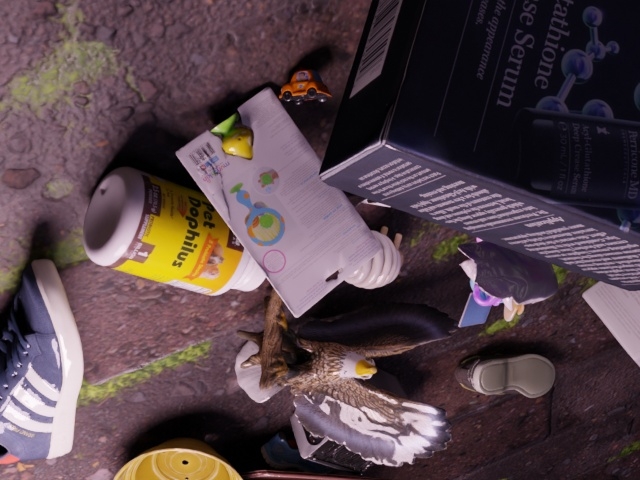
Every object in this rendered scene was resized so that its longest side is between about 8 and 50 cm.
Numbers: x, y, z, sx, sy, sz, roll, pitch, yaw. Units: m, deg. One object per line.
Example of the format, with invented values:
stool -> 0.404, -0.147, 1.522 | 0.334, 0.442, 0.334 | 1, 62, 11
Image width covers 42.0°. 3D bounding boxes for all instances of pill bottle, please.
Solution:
pill bottle -> -0.164, -0.003, 1.000 | 0.215, 0.117, 0.117 | 20, 120, -39

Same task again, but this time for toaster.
toaster -> 0.066, 0.305, 1.418 | 0.168, 0.110, 0.185 | -43, 135, 17

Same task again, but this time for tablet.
tablet -> 0.267, 0.114, 1.417 | 0.054, 0.006, 0.083 | -7, 133, -21

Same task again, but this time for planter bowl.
planter bowl -> -0.222, 0.385, 1.341 | 0.217, 0.090, 0.217 | -1, 120, -2

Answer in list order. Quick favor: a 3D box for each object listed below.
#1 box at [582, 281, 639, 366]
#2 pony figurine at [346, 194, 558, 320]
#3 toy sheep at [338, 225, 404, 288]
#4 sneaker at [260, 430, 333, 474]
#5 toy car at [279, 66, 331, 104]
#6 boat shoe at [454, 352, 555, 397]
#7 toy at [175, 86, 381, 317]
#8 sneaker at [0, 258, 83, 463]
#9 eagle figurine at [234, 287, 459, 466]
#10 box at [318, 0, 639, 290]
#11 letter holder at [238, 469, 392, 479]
box -> 0.685, 0.089, 1.491 | 0.345, 0.168, 0.215 | -39, 136, 12
pony figurine -> 0.245, -0.058, 1.082 | 0.351, 0.303, 0.364 | 9, 111, -44
toy sheep -> 0.067, 0.025, 1.172 | 0.132, 0.091, 0.091 | 4, 129, -37
sneaker -> -0.022, 0.368, 1.470 | 0.162, 0.063, 0.073 | 14, 119, -37
toy car -> 0.007, -0.181, 0.993 | 0.122, 0.060, 0.041 | -2, 89, -48
boat shoe -> 0.344, 0.245, 1.540 | 0.227, 0.068, 0.081 | 9, 86, -38
toy -> -0.050, -0.045, 0.990 | 0.137, 0.056, 0.237 | -38, 103, -13
sneaker -> -0.386, 0.171, 1.041 | 0.148, 0.131, 0.350 | -8, 134, -27
eagle figurine -> 0.040, 0.183, 1.204 | 0.298, 0.225, 0.226 | 19, 110, -30
box -> 0.241, -0.145, 0.823 | 0.395, 0.212, 0.294 | 18, 81, -13
letter holder -> -0.033, 0.490, 1.453 | 0.301, 0.152, 0.214 | 17, 151, -38
